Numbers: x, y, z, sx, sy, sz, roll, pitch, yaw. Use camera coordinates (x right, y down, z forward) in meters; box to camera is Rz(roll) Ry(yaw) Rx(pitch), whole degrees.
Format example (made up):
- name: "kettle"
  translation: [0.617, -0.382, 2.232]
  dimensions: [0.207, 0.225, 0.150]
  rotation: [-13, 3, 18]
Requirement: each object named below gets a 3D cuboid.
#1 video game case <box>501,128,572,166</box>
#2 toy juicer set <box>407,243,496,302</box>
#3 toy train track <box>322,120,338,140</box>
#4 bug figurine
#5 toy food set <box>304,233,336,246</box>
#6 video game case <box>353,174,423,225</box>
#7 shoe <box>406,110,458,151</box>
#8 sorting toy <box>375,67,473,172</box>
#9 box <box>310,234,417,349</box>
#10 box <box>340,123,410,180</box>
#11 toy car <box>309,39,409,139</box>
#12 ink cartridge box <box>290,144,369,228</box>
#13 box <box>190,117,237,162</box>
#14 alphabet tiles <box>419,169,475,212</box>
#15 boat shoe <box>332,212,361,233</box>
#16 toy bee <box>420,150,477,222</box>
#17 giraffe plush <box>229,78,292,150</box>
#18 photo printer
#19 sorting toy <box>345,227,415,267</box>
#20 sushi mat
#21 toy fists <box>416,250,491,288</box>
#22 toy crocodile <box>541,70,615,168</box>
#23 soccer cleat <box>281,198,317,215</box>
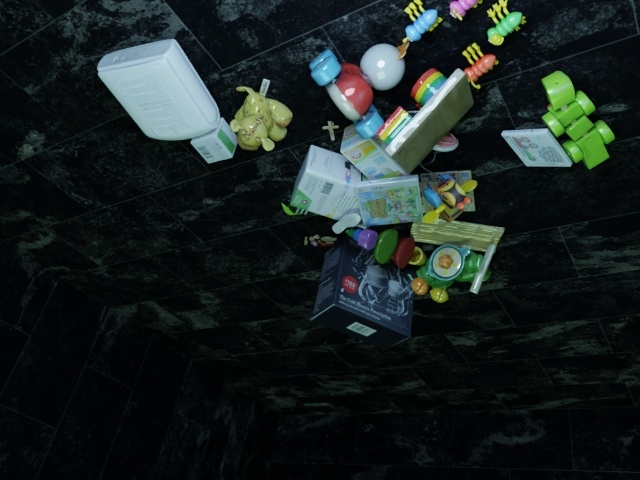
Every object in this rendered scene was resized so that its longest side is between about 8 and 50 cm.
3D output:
- name: "video game case"
  translation: [0.608, -0.259, 1.594]
  dimensions: [0.157, 0.019, 0.143]
  rotation: [38, 165, -33]
- name: "toy juicer set"
  translation: [0.457, 0.116, 2.038]
  dimensions: [0.329, 0.209, 0.090]
  rotation: [-5, 161, 35]
- name: "toy train track"
  translation: [0.033, -0.335, 1.716]
  dimensions: [0.048, 0.014, 0.083]
  rotation: [-2, 150, 8]
- name: "bug figurine"
  translation: [0.342, -0.489, 1.330]
  dimensions: [0.279, 0.072, 0.216]
  rotation: [26, 137, -23]
- name: "toy food set"
  translation: [0.000, 0.000, 2.209]
  dimensions: [0.122, 0.019, 0.077]
  rotation: [5, 146, -4]
- name: "video game case"
  translation: [0.215, -0.119, 1.762]
  dimensions: [0.194, 0.023, 0.212]
  rotation: [-6, 146, 11]
- name: "shoe"
  translation: [0.315, -0.313, 1.615]
  dimensions: [0.178, 0.063, 0.081]
  rotation: [17, 151, 1]
- name: "sorting toy"
  translation: [0.263, -0.315, 1.455]
  dimensions: [0.089, 0.255, 0.257]
  rotation: [45, -169, 16]
- name: "box"
  translation: [0.174, 0.201, 2.185]
  dimensions: [0.344, 0.312, 0.179]
  rotation: [25, 143, -19]
- name: "box"
  translation: [0.169, -0.263, 1.698]
  dimensions: [0.114, 0.103, 0.203]
  rotation: [-20, 135, 38]
- name: "toy car"
  translation: [0.131, -0.427, 1.447]
  dimensions: [0.238, 0.210, 0.219]
  rotation: [-37, 113, 14]
- name: "ink cartridge box"
  translation: [0.064, -0.170, 1.851]
  dimensions: [0.279, 0.117, 0.201]
  rotation: [17, 146, -9]
- name: "box"
  translation: [-0.332, -0.315, 1.789]
  dimensions: [0.102, 0.087, 0.101]
  rotation: [-9, 141, 27]
- name: "alphabet tiles"
  translation: [0.383, -0.156, 1.873]
  dimensions: [0.238, 0.009, 0.198]
  rotation: [-2, 144, 19]
- name: "boat shoe"
  translation: [0.091, -0.062, 1.864]
  dimensions: [0.046, 0.038, 0.125]
  rotation: [51, 134, -3]
- name: "toy bee"
  translation: [0.388, -0.126, 1.736]
  dimensions: [0.195, 0.162, 0.298]
  rotation: [-51, 143, 13]
- name: "giraffe plush"
  translation: [-0.184, -0.332, 1.644]
  dimensions: [0.182, 0.170, 0.210]
  rotation: [9, 146, 5]
- name: "photo printer"
  translation: [-0.456, -0.420, 1.656]
  dimensions: [0.256, 0.107, 0.307]
  rotation: [-4, 143, 22]
- name: "sorting toy"
  translation: [0.201, 0.005, 1.991]
  dimensions: [0.126, 0.126, 0.366]
  rotation: [24, -176, 34]
- name: "sushi mat"
  translation: [0.482, -0.024, 2.024]
  dimensions: [0.317, 0.019, 0.151]
  rotation: [9, 147, 5]
- name: "toy fists"
  translation: [0.501, 0.116, 2.155]
  dimensions: [0.279, 0.096, 0.142]
  rotation: [-15, 137, 36]
- name: "toy crocodile"
  translation: [0.671, -0.305, 1.492]
  dimensions: [0.115, 0.105, 0.341]
  rotation: [-38, 131, 22]
- name: "soccer cleat"
  translation: [-0.057, -0.126, 2.007]
  dimensions: [0.179, 0.060, 0.072]
  rotation: [-4, 142, 27]
